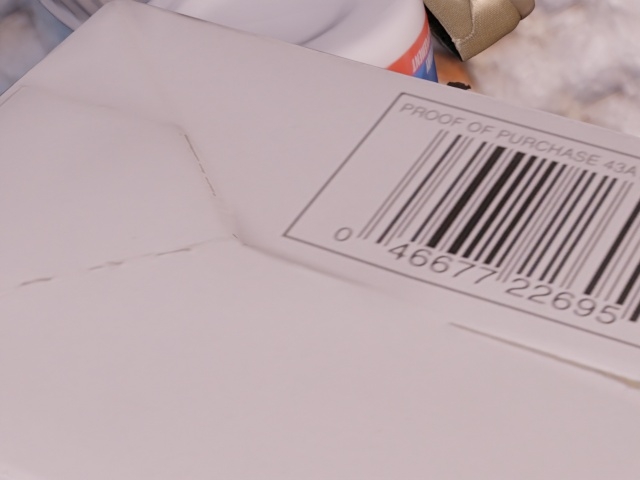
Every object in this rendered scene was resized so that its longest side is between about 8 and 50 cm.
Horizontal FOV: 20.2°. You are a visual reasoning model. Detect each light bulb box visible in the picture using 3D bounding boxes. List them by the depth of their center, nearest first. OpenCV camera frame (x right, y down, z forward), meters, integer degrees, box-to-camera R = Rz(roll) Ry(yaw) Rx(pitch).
[{"bbox_3d":[0.031,0.159,0.607,0.358,0.361,0.225,18,42,21],"label":"light bulb box"}]

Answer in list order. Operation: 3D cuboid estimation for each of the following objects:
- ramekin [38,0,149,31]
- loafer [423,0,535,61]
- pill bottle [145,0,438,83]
[{"bbox_3d":[-0.063,-0.223,0.804,0.273,0.127,0.272,-8,72,26],"label":"ramekin"},{"bbox_3d":[0.029,-0.135,0.848,0.148,0.056,0.050,32,83,13],"label":"loafer"},{"bbox_3d":[0.000,0.000,0.754,0.124,0.124,0.221,-7,125,10],"label":"pill bottle"}]
